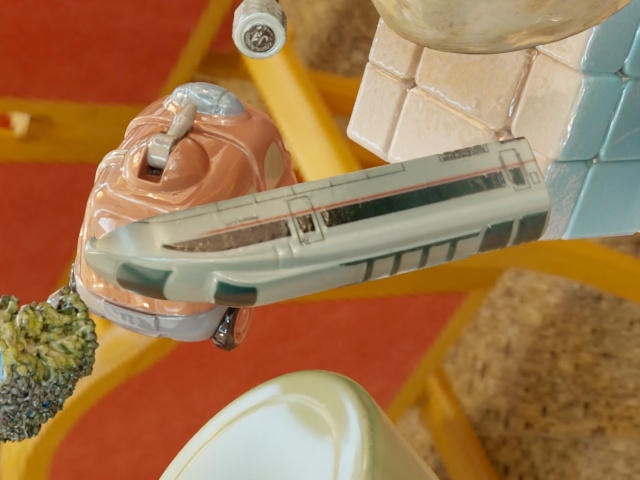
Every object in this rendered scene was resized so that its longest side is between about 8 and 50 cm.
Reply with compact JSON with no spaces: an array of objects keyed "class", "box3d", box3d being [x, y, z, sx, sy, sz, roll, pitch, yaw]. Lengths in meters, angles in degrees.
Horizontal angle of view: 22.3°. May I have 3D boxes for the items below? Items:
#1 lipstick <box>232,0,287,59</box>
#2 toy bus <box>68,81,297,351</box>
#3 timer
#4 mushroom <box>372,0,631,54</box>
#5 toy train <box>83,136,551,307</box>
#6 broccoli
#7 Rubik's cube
[{"class":"lipstick","box3d":[-0.042,-0.165,1.108,0.037,0.037,0.116,-57,19,28]},{"class":"toy bus","box3d":[-0.142,-0.039,1.696,0.287,0.194,0.232,-57,-25,-46]},{"class":"timer","box3d":[0.036,0.306,1.347,0.291,0.315,0.290,-36,31,26]},{"class":"mushroom","box3d":[0.147,-0.241,1.236,0.255,0.255,0.184,-37,50,44]},{"class":"toy train","box3d":[0.000,0.000,1.424,0.086,0.407,0.088,105,150,-62]},{"class":"broccoli","box3d":[-0.267,0.087,1.288,0.160,0.167,0.154,58,179,-1]},{"class":"Rubik's cube","box3d":[0.275,-0.206,1.944,0.319,0.322,0.315,35,116,39]}]
